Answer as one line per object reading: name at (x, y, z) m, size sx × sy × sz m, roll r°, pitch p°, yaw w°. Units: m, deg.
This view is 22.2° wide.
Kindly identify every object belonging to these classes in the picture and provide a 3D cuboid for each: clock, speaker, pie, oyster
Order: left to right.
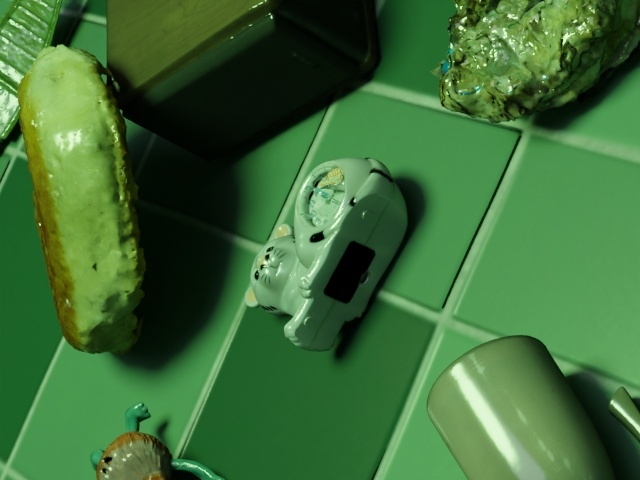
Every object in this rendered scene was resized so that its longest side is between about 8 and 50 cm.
pie at (-0.244, -0.041, 1.615) m, size 0.315 × 0.092 × 0.315 m, roll 169°, pitch 90°, yaw -74°
speaker at (-0.083, -0.215, 1.598) m, size 0.231 × 0.153 × 0.192 m, roll -28°, pitch 53°, yaw 33°
clock at (0.000, 0.000, 1.462) m, size 0.117 × 0.080 × 0.176 m, roll 35°, pitch 98°, yaw 49°
oyster at (0.190, -0.210, 1.373) m, size 0.259 × 0.092 × 0.198 m, roll -55°, pitch 46°, yaw 5°

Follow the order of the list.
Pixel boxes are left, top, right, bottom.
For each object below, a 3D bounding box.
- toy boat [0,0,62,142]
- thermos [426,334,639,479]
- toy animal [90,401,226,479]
toy boat at (-0.387, -0.177, 1.940) m, size 0.093 × 0.055 × 0.293 m, roll 35°, pitch 98°, yaw 12°
thermos at (0.180, 0.164, 1.192) m, size 0.137 × 0.105 × 0.193 m, roll -26°, pitch 50°, yaw -6°
toy animal at (-0.143, 0.231, 1.497) m, size 0.103 × 0.100 × 0.208 m, roll -25°, pitch 37°, yaw -16°
